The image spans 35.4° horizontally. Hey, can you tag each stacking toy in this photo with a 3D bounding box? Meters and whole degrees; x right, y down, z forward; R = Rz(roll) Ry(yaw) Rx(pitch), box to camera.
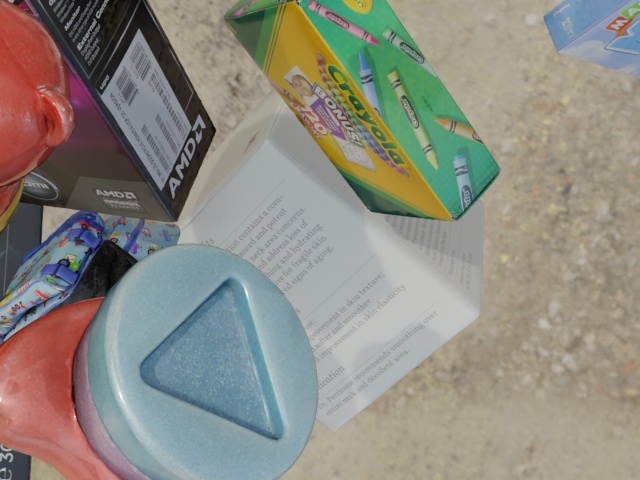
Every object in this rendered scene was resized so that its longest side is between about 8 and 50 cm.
[{"bbox_3d":[-0.142,0.052,0.453,0.309,0.130,0.279,46,44,-16],"label":"stacking toy"}]

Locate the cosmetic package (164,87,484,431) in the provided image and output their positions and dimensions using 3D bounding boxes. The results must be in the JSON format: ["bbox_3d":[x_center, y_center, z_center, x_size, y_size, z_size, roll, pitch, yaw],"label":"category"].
[{"bbox_3d":[0.000,0.000,1.525,0.393,0.327,0.329,40,120,-14],"label":"cosmetic package"}]

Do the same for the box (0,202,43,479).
[{"bbox_3d":[-0.596,0.084,1.159,0.471,0.297,0.480,9,65,-31],"label":"box"}]

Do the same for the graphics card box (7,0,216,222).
[{"bbox_3d":[-0.234,-0.156,0.604,0.371,0.232,0.094,65,37,-56],"label":"graphics card box"}]

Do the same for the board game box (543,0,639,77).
[{"bbox_3d":[0.294,-0.177,0.746,0.211,0.039,0.160,6,151,-40],"label":"board game box"}]

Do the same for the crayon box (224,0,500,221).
[{"bbox_3d":[0.042,-0.149,1.021,0.081,0.165,0.278,-46,114,-17],"label":"crayon box"}]

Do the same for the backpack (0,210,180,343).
[{"bbox_3d":[-0.220,0.034,0.972,0.117,0.158,0.173,42,45,-20],"label":"backpack"}]
